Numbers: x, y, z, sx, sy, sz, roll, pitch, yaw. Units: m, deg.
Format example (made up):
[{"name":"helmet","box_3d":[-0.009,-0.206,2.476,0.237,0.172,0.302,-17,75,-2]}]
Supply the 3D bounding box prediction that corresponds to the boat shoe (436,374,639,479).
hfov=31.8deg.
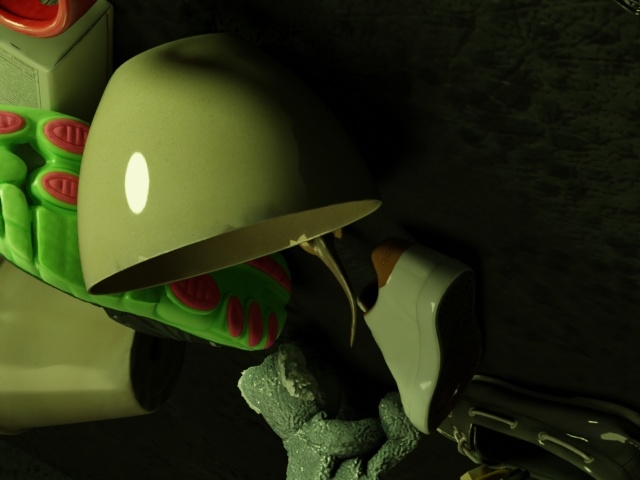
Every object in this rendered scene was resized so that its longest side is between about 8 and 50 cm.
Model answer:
[{"name":"boat shoe","box_3d":[0.228,0.230,1.304,0.335,0.095,0.112,-1,136,50]}]

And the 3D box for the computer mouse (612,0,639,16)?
[{"name":"computer mouse","box_3d":[0.183,-0.215,0.690,0.106,0.042,0.193,31,153,12]}]

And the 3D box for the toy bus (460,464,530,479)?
[{"name":"toy bus","box_3d":[0.195,0.307,1.262,0.104,0.202,0.191,60,177,20]}]

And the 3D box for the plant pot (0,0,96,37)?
[{"name":"plant pot","box_3d":[-0.225,-0.288,0.902,0.191,0.174,0.191,27,152,15]}]

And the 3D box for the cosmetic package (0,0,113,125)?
[{"name":"cosmetic package","box_3d":[-0.329,-0.179,1.274,0.160,0.113,0.309,33,154,5]}]

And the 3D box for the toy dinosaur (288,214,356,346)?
[{"name":"toy dinosaur","box_3d":[0.000,0.000,1.232,0.211,0.064,0.112,52,161,19]}]

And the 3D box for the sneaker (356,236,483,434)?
[{"name":"sneaker","box_3d":[0.107,0.100,1.249,0.123,0.106,0.290,31,147,29]}]

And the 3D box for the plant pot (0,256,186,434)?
[{"name":"plant pot","box_3d":[-0.366,0.146,1.678,0.280,0.323,0.323,7,144,19]}]

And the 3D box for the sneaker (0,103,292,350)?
[{"name":"sneaker","box_3d":[-0.243,0.016,1.280,0.202,0.185,0.483,-9,147,39]}]

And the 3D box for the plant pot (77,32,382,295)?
[{"name":"plant pot","box_3d":[-0.104,-0.081,1.050,0.284,0.284,0.191,-27,78,61]}]

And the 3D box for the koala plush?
[{"name":"koala plush","box_3d":[-0.010,0.240,1.526,0.221,0.203,0.196,51,152,-3]}]
